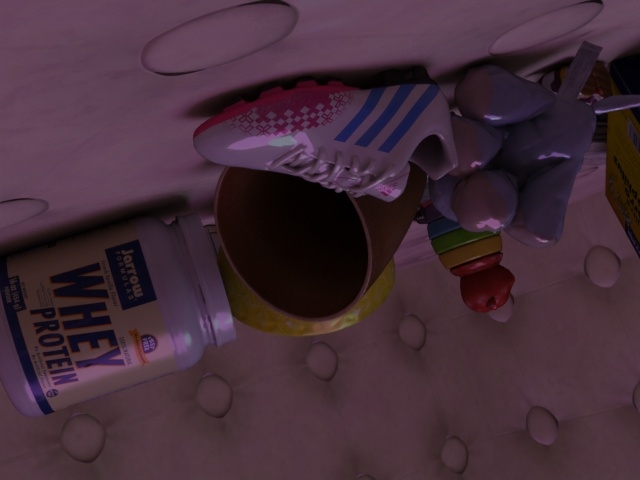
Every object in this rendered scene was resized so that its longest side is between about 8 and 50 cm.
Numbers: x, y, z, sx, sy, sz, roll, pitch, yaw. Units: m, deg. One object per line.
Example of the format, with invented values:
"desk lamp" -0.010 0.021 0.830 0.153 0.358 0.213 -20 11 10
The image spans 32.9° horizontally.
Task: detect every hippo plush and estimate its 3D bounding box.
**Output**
"hippo plush" 0.232 -0.138 1.465 0.294 0.234 0.236 -57 -160 -10

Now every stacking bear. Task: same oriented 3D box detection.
"stacking bear" 0.326 0.013 2.321 0.164 0.289 0.175 -17 173 -12

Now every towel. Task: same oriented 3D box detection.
"towel" 0.470 -0.168 1.929 0.282 0.049 0.187 0 171 11

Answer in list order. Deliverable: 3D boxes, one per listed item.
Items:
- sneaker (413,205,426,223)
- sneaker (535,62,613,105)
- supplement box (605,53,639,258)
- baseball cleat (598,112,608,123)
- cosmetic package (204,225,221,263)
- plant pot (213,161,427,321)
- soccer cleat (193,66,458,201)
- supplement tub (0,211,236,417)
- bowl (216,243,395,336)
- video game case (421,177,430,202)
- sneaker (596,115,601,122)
"sneaker" 0.237 -0.059 2.497 0.065 0.061 0.158 -12 172 -1
"sneaker" 0.365 -0.219 1.574 0.084 0.069 0.185 -13 171 33
"supplement box" 0.578 -0.131 1.703 0.194 0.195 0.356 -18 145 0
"baseball cleat" 0.533 -0.232 1.860 0.109 0.072 0.206 -1 164 10
"cosmetic package" -0.174 0.047 2.005 0.160 0.113 0.309 -21 173 23
"plant pot" 0.030 -0.056 1.425 0.237 0.237 0.254 -25 -172 42
"soccer cleat" 0.023 -0.105 1.203 0.331 0.143 0.116 -14 172 -32
"supplement tub" -0.305 0.100 1.562 0.325 0.235 0.235 -18 173 -9
"bowl" -0.030 -0.005 1.676 0.289 0.289 0.156 -17 130 -14
"video game case" 0.135 -0.084 2.037 0.329 0.036 0.300 -22 173 -1
"sneaker" 0.574 -0.212 2.089 0.106 0.078 0.234 -20 171 32
